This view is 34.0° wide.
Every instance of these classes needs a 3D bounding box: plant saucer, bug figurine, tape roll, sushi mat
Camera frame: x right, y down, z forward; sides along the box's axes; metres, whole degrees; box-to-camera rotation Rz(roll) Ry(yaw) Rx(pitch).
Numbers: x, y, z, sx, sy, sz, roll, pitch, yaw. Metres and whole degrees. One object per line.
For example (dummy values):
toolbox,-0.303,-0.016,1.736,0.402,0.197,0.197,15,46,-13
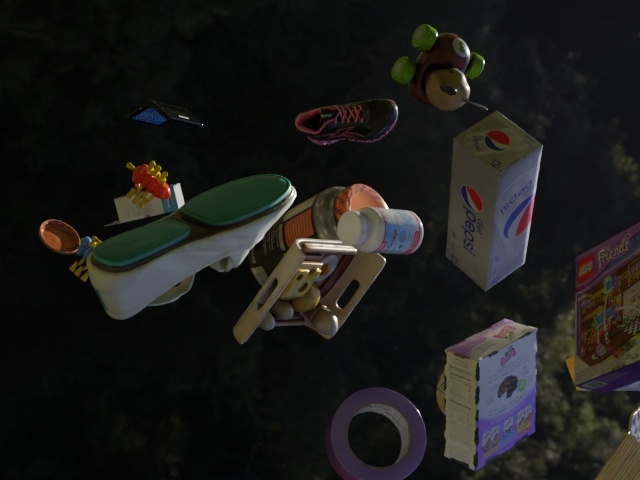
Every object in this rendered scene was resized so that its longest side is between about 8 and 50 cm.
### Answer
plant saucer,-0.503,-0.005,2.015,0.013,0.083,0.083,-49,-170,31
bug figurine,-0.356,-0.010,2.055,0.279,0.216,0.072,-49,172,11
tape roll,0.107,0.388,2.049,0.080,0.189,0.189,116,-3,-68
sushi mat,0.595,0.540,2.084,0.316,0.151,0.019,-42,173,-34

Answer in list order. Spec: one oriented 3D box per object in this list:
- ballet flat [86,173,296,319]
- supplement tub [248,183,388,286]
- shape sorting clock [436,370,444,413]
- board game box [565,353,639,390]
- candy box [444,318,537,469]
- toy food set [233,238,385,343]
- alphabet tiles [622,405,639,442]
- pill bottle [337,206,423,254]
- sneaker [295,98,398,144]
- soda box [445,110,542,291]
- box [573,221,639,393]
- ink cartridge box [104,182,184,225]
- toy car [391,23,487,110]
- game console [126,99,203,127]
ballet flat,-0.202,0.010,1.683,0.400,0.139,0.139,-28,153,-39
supplement tub,0.000,0.000,2.364,0.316,0.193,0.194,-26,-150,41
shape sorting clock,0.365,0.337,2.434,0.206,0.040,0.206,-25,-144,20
board game box,0.641,0.201,1.931,0.242,0.316,0.064,-39,-122,36
candy box,0.279,0.248,1.712,0.164,0.070,0.196,-19,115,-41
toy food set,-0.014,0.111,2.050,0.220,0.092,0.306,-55,153,18
alphabet tiles,0.789,0.511,2.634,0.237,0.009,0.198,-17,115,-56
pill bottle,0.113,-0.019,1.995,0.087,0.160,0.087,-4,-95,49
sneaker,0.025,-0.131,1.135,0.057,0.119,0.047,16,68,-57
soda box,0.259,-0.053,1.585,0.091,0.098,0.286,-33,146,-20
box,0.445,0.071,1.388,0.293,0.057,0.201,139,-37,-59
ink cartridge box,-0.421,-0.085,2.475,0.104,0.181,0.062,-86,163,-84
toy car,0.254,-0.313,2.040,0.149,0.155,0.188,-58,-151,16
game console,-0.333,-0.255,2.247,0.122,0.107,0.071,5,121,-57
